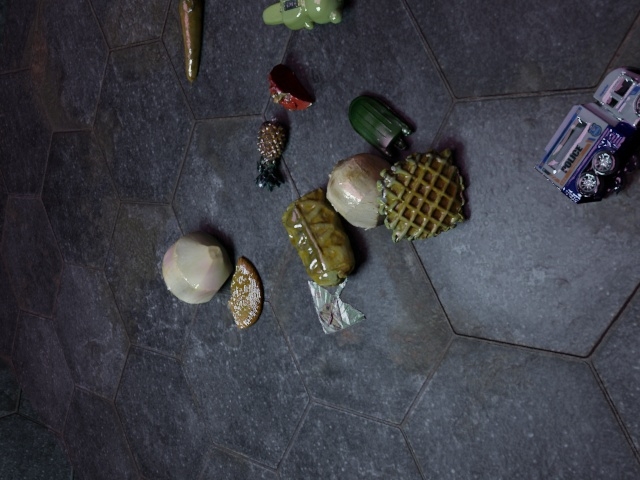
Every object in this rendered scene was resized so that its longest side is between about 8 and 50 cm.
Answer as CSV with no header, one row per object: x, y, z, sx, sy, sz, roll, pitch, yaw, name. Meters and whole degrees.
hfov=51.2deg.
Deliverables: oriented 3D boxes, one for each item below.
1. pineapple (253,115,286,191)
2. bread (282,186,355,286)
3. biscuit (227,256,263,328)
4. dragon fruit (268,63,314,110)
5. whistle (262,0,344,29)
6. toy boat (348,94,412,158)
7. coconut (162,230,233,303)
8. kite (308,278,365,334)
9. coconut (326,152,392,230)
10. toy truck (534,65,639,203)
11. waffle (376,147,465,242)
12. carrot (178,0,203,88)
-0.145,-0.255,1.962,0.103,0.083,0.221,23,115,38,pineapple
0.000,0.000,1.846,0.152,0.130,0.267,-36,73,31,bread
-0.251,0.169,2.167,0.176,0.031,0.228,-18,86,41,biscuit
-0.108,-0.420,1.886,0.083,0.106,0.162,-45,70,38,dragon fruit
-0.042,-0.628,1.788,0.288,0.106,0.131,0,100,41,whistle
0.145,-0.299,1.713,0.210,0.052,0.104,46,109,28,toy boat
-0.404,0.086,2.181,0.237,0.197,0.236,9,102,46,coconut
0.044,0.164,1.915,0.229,0.012,0.250,33,117,32,kite
0.107,-0.136,1.695,0.194,0.194,0.194,9,103,41,coconut
0.559,-0.212,1.307,0.155,0.124,0.268,48,127,31,toy truck
0.241,-0.106,1.590,0.214,0.054,0.207,-14,99,0,waffle
-0.416,-0.637,2.159,0.078,0.078,0.298,19,115,39,carrot
